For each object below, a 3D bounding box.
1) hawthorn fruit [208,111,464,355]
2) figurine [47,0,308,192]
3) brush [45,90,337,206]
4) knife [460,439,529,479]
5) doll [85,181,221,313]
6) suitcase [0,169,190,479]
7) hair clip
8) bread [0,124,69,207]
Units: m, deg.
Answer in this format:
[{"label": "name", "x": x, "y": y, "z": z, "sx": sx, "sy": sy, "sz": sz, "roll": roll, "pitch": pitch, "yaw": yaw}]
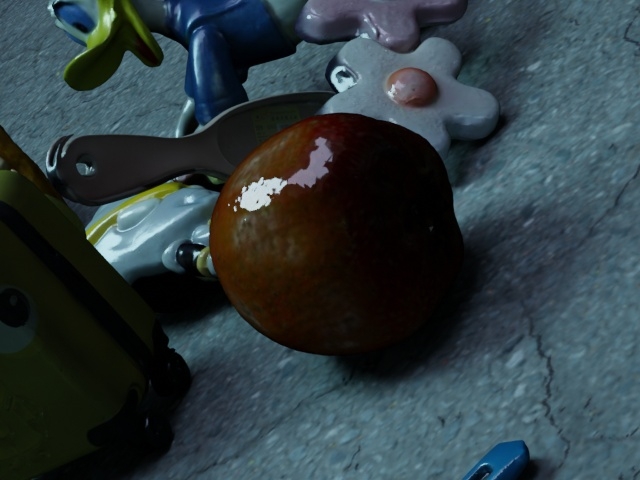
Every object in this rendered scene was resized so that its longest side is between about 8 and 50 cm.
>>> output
[{"label": "hawthorn fruit", "x": 0.000, "y": 0.000, "z": 1.141, "sx": 0.188, "sy": 0.169, "sz": 0.169, "roll": -19, "pitch": 31, "yaw": 35}, {"label": "figurine", "x": -0.105, "y": -0.177, "z": 1.498, "sx": 0.204, "sy": 0.338, "sz": 0.283, "roll": -90, "pitch": 20, "yaw": -68}, {"label": "brush", "x": -0.092, "y": -0.063, "z": 1.313, "sx": 0.313, "sy": 0.072, "sz": 0.067, "roll": -14, "pitch": -6, "yaw": -45}, {"label": "knife", "x": 0.008, "y": 0.213, "z": 0.917, "sx": 0.296, "sy": 0.026, "sz": 0.044, "roll": -45, "pitch": 13, "yaw": -12}, {"label": "doll", "x": -0.111, "y": 0.007, "z": 1.358, "sx": 0.316, "sy": 0.103, "sz": 0.145, "roll": -2, "pitch": 39, "yaw": 46}, {"label": "suitcase", "x": -0.236, "y": 0.071, "z": 1.253, "sx": 0.194, "sy": 0.235, "sz": 0.143, "roll": -26, "pitch": 27, "yaw": 28}, {"label": "hair clip", "x": 0.056, "y": -0.145, "z": 1.330, "sx": 0.146, "sy": 0.075, "sz": 0.257, "roll": -7, "pitch": 58, "yaw": -1}, {"label": "bread", "x": -0.353, "y": -0.042, "z": 1.661, "sx": 0.156, "sy": 0.204, "sz": 0.288, "roll": -49, "pitch": 21, "yaw": -11}]
